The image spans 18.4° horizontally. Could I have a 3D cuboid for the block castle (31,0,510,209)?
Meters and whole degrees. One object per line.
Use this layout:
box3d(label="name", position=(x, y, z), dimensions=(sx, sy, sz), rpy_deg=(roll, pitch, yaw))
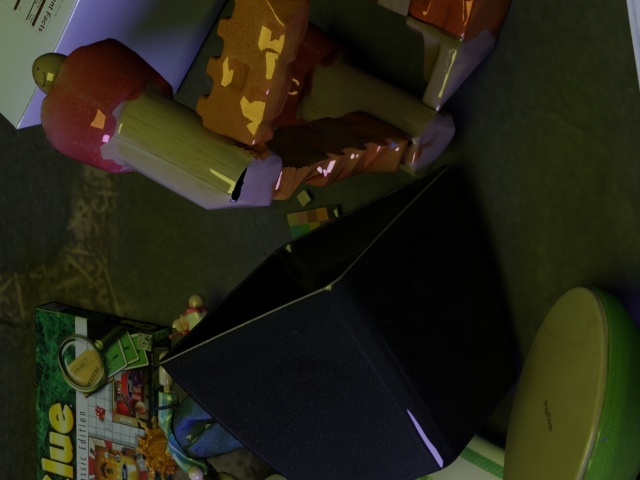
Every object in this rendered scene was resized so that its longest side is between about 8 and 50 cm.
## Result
box3d(label="block castle", position=(-0.009, -0.260, 1.316), dimensions=(0.213, 0.303, 0.453), rpy_deg=(28, 115, 28))

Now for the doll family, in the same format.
box3d(label="doll family", position=(-0.080, 0.175, 1.565), dimensions=(0.263, 0.118, 0.163), rpy_deg=(64, 150, 6))

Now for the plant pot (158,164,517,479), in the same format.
box3d(label="plant pot", position=(0.033, 0.082, 1.445), dimensions=(0.187, 0.188, 0.167), rpy_deg=(-25, 103, 39))

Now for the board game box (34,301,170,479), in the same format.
box3d(label="board game box", position=(-0.189, 0.190, 1.718), dimensions=(0.136, 0.030, 0.259), rpy_deg=(10, 106, 36))

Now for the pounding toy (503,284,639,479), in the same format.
box3d(label="pounding toy", position=(0.207, 0.153, 1.363), dimensions=(0.183, 0.110, 0.236), rpy_deg=(119, 161, -55))

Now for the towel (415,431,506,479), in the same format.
box3d(label="towel", position=(0.126, 0.323, 1.474), dimensions=(0.248, 0.038, 0.324), rpy_deg=(26, 100, 28))

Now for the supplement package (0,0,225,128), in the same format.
box3d(label="supplement package", position=(-0.208, -0.216, 1.532), dimensions=(0.203, 0.194, 0.149), rpy_deg=(43, 122, 20))

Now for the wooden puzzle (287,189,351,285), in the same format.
box3d(label="wooden puzzle", position=(0.000, 0.000, 1.552), dimensions=(0.049, 0.006, 0.083), rpy_deg=(-10, 95, 37))

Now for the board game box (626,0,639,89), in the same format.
box3d(label="board game box", position=(0.359, -0.094, 1.178), dimensions=(0.390, 0.050, 0.390), rpy_deg=(6, 122, 34))
